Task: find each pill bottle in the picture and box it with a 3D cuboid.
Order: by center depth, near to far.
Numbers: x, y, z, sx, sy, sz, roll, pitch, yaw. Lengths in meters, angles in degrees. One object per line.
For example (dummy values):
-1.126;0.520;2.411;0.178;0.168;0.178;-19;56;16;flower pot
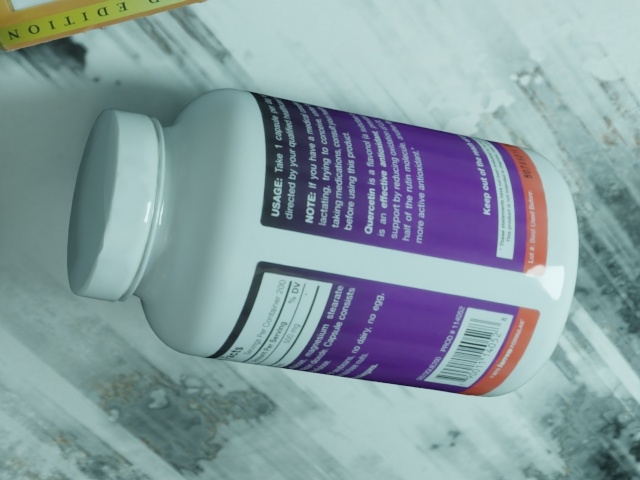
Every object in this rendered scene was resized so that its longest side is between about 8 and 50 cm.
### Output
0.000;0.000;1.092;0.323;0.181;0.181;10;128;-20;pill bottle

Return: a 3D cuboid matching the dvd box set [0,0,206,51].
-0.095;-0.319;0.868;0.308;0.062;0.420;-15;132;1;dvd box set
